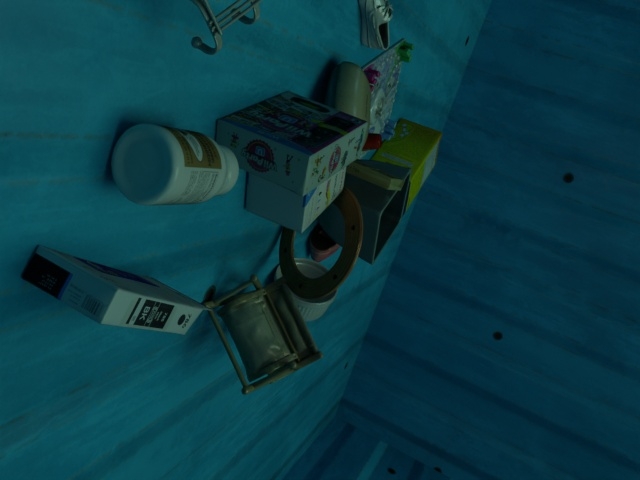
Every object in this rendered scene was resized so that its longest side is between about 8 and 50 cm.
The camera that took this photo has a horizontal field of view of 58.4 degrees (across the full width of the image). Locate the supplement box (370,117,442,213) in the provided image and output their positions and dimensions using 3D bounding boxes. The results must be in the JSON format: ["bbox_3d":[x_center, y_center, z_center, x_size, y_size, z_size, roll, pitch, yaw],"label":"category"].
[{"bbox_3d":[0.336,-0.306,2.367,0.357,0.195,0.194,-54,159,-33],"label":"supplement box"}]

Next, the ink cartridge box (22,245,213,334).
[{"bbox_3d":[-0.329,0.098,0.988,0.065,0.165,0.332,-65,161,-5],"label":"ink cartridge box"}]

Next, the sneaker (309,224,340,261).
[{"bbox_3d":[0.055,-0.043,2.069,0.314,0.116,0.136,-46,165,-32],"label":"sneaker"}]

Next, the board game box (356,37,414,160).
[{"bbox_3d":[0.208,-0.471,2.025,0.390,0.050,0.390,-47,154,-46],"label":"board game box"}]

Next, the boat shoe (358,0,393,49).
[{"bbox_3d":[0.165,-0.649,1.614,0.095,0.084,0.258,-60,162,-18],"label":"boat shoe"}]

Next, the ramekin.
[{"bbox_3d":[-0.057,0.162,1.818,0.207,0.207,0.109,-44,161,-51],"label":"ramekin"}]

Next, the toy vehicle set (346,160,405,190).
[{"bbox_3d":[0.108,-0.215,1.699,0.035,0.266,0.166,-69,163,11],"label":"toy vehicle set"}]

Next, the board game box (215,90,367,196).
[{"bbox_3d":[-0.056,-0.226,1.276,0.303,0.223,0.098,-43,152,-53],"label":"board game box"}]

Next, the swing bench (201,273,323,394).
[{"bbox_3d":[-0.143,0.239,1.506,0.165,0.253,0.254,-30,168,11],"label":"swing bench"}]

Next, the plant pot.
[{"bbox_3d":[0.122,-0.120,1.883,0.247,0.252,0.248,-54,158,-37],"label":"plant pot"}]

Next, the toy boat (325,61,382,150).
[{"bbox_3d":[0.076,-0.335,1.640,0.318,0.148,0.268,45,48,-66],"label":"toy boat"}]

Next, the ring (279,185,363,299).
[{"bbox_3d":[0.000,0.000,1.599,0.032,0.336,0.337,16,98,-40],"label":"ring"}]

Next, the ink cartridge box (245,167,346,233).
[{"bbox_3d":[-0.054,-0.167,1.446,0.233,0.168,0.171,-48,154,-47],"label":"ink cartridge box"}]

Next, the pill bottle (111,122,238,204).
[{"bbox_3d":[-0.242,-0.129,1.008,0.229,0.131,0.131,-12,124,-69],"label":"pill bottle"}]

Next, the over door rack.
[{"bbox_3d":[-0.165,-0.485,0.859,0.240,0.108,0.324,-54,144,-35],"label":"over door rack"}]
